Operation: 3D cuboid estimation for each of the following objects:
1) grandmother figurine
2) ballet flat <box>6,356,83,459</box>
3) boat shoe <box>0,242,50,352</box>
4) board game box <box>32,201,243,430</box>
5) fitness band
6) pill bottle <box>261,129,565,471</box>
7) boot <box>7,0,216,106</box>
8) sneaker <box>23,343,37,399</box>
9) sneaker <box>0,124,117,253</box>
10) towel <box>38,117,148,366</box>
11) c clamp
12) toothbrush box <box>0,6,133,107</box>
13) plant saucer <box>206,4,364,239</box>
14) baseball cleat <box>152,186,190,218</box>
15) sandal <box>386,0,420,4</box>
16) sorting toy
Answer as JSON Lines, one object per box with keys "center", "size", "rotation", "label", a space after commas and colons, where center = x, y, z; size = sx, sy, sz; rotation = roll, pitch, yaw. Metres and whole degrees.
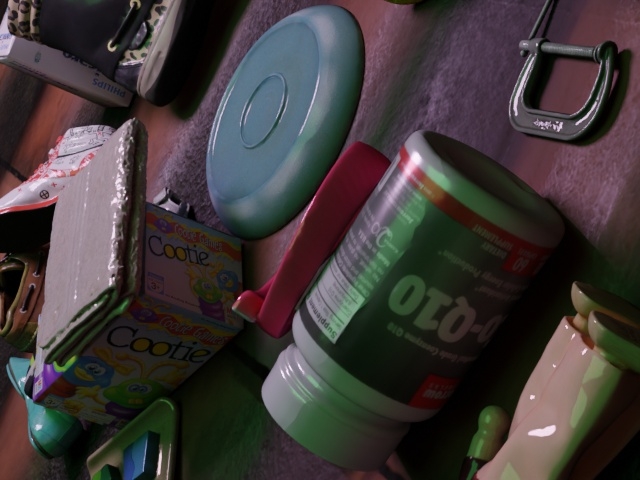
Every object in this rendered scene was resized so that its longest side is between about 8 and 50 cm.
{"center": [0.153, 0.208, 1.063], "size": [0.342, 0.104, 0.208], "rotation": [-61, 3, 17], "label": "grandmother figurine"}
{"center": [-0.388, 0.223, 1.952], "size": [0.087, 0.083, 0.247], "rotation": [-40, 33, -1], "label": "ballet flat"}
{"center": [-0.457, 0.051, 2.134], "size": [0.111, 0.104, 0.307], "rotation": [-52, 33, 25], "label": "boat shoe"}
{"center": [-0.230, 0.102, 1.694], "size": [0.275, 0.144, 0.142], "rotation": [-43, 38, 37], "label": "board game box"}
{"center": [0.000, 0.000, 1.343], "size": [0.209, 0.054, 0.291], "rotation": [-54, -3, 1], "label": "fitness band"}
{"center": [0.076, 0.058, 1.212], "size": [0.283, 0.161, 0.161], "rotation": [-58, 31, 17], "label": "pill bottle"}
{"center": [-0.283, -0.415, 1.996], "size": [0.138, 0.284, 0.378], "rotation": [-1, -68, -74], "label": "boot"}
{"center": [-0.341, 0.112, 1.869], "size": [0.097, 0.084, 0.235], "rotation": [33, 94, 51], "label": "sneaker"}
{"center": [-0.419, -0.084, 2.111], "size": [0.270, 0.090, 0.145], "rotation": [-24, 42, 13], "label": "sneaker"}
{"center": [-0.270, 0.002, 1.635], "size": [0.187, 0.049, 0.282], "rotation": [-39, 38, 38], "label": "towel"}
{"center": [0.224, -0.160, 1.259], "size": [0.137, 0.022, 0.160], "rotation": [-65, 29, 5], "label": "c clamp"}
{"center": [-0.372, -0.388, 2.181], "size": [0.126, 0.216, 0.296], "rotation": [9, 79, 62], "label": "toothbrush box"}
{"center": [-0.059, -0.156, 1.695], "size": [0.317, 0.043, 0.318], "rotation": [-36, 43, 43], "label": "plant saucer"}
{"center": [-0.238, -0.016, 1.882], "size": [0.206, 0.072, 0.109], "rotation": [-5, 51, 55], "label": "baseball cleat"}
{"center": [0.149, -0.373, 1.433], "size": [0.317, 0.126, 0.138], "rotation": [-19, 51, 51], "label": "sandal"}
{"center": [-0.274, 0.356, 1.697], "size": [0.307, 0.041, 0.229], "rotation": [-41, 39, 38], "label": "sorting toy"}
